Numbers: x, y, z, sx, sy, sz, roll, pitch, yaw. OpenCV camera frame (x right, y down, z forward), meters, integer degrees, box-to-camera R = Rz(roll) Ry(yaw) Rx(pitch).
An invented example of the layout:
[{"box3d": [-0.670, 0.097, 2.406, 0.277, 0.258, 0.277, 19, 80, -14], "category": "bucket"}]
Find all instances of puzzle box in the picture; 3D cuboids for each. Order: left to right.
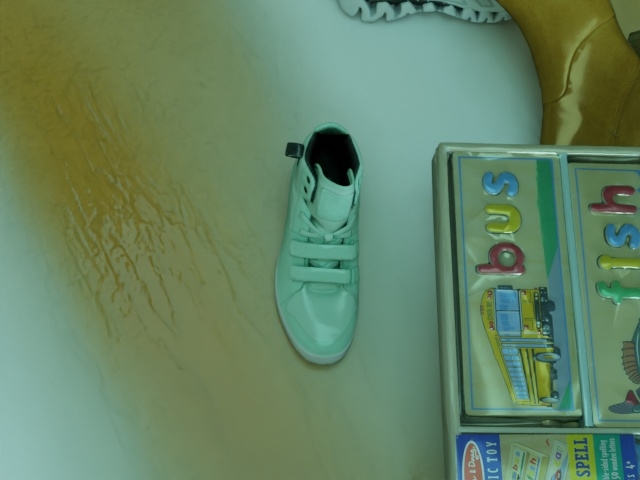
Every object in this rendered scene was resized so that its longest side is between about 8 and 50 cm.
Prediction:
[{"box3d": [0.256, 0.092, 1.114, 0.272, 0.052, 0.409, 0, 69, -3], "category": "puzzle box"}]

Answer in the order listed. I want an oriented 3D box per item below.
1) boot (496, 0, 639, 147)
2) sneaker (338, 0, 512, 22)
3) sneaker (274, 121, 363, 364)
[{"box3d": [0.279, -0.188, 1.240, 0.295, 0.104, 0.211, 24, 77, -16], "category": "boot"}, {"box3d": [0.165, -0.330, 1.296, 0.292, 0.118, 0.110, -7, 72, -7], "category": "sneaker"}, {"box3d": [0.000, 0.000, 1.168, 0.094, 0.151, 0.256, 0, 75, -5], "category": "sneaker"}]
